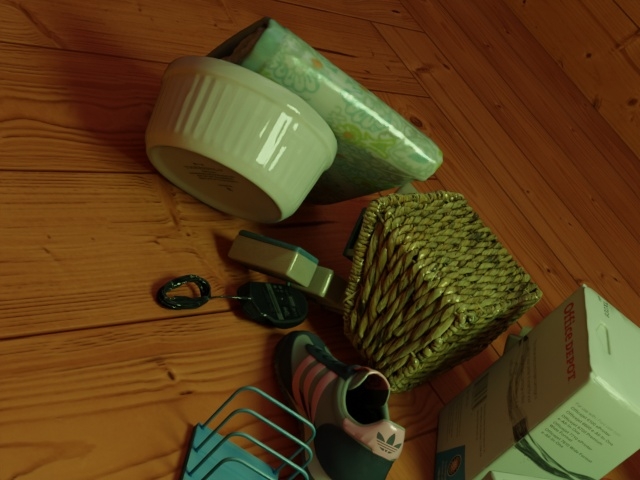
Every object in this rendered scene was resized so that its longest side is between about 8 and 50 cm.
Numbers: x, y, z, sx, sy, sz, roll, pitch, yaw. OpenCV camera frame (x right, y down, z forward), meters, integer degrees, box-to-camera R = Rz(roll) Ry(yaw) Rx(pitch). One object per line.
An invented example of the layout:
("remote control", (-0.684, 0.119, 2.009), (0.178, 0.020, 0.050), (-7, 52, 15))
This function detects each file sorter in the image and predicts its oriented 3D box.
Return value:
("file sorter", (-0.079, 0.263, 1.273), (0.118, 0.104, 0.170), (35, 29, -15))

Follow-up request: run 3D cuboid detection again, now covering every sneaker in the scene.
("sneaker", (0.032, 0.193, 1.452), (0.112, 0.131, 0.319), (30, 19, -30))

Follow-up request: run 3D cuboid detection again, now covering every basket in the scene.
("basket", (0.144, 0.075, 1.698), (0.223, 0.213, 0.299), (52, 28, 16))

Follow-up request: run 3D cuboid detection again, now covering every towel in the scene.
("towel", (-0.034, -0.178, 1.718), (0.320, 0.374, 0.090), (31, 72, -21))

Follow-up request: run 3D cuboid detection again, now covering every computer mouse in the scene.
("computer mouse", (-0.117, 0.087, 1.547), (0.242, 0.041, 0.071), (9, 47, -37))

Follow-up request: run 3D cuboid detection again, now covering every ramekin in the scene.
("ramekin", (-0.121, -0.129, 1.614), (0.273, 0.273, 0.127), (31, 73, -21))

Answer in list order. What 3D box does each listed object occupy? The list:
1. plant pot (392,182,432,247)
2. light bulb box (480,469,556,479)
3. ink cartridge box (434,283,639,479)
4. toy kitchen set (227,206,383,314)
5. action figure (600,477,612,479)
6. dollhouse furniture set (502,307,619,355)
("plant pot", (0.128, -0.014, 1.926), (0.109, 0.109, 0.096), (49, 40, 10))
("light bulb box", (0.329, 0.485, 1.306), (0.361, 0.225, 0.358), (13, 39, -25))
("ink cartridge box", (0.301, 0.243, 1.571), (0.129, 0.307, 0.223), (37, 29, -11))
("toy kitchen set", (0.000, 0.000, 1.670), (0.122, 0.166, 0.207), (16, -13, 40))
("action figure", (0.403, 0.409, 1.708), (0.139, 0.091, 0.280), (-12, 60, -50))
("dollhouse furniture set", (0.512, 0.298, 1.881), (0.394, 0.256, 0.362), (19, 16, 28))
